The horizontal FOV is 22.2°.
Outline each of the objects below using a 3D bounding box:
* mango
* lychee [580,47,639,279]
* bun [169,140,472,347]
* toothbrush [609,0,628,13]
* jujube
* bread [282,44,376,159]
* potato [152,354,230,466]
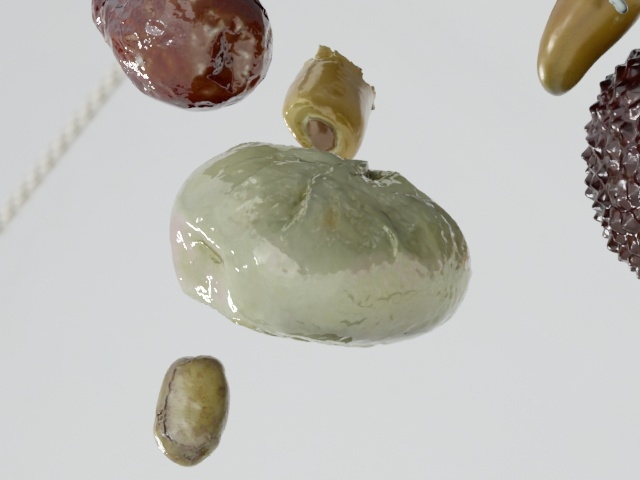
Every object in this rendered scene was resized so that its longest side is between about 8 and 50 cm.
[{"bbox_3d":[0.305,-0.252,1.868,0.085,0.184,0.102,42,-173,30],"label":"mango"},{"bbox_3d":[0.448,-0.089,1.878,0.306,0.330,0.306,16,159,7],"label":"lychee"},{"bbox_3d":[0.000,0.000,1.912,0.361,0.213,0.361,11,-172,-2],"label":"bun"},{"bbox_3d":[0.250,-0.374,1.793,0.304,0.030,0.030,56,-176,8],"label":"toothbrush"},{"bbox_3d":[-0.172,-0.255,1.958,0.255,0.190,0.190,39,-179,38],"label":"jujube"},{"bbox_3d":[0.017,-0.188,2.312,0.134,0.085,0.173,46,-153,-20],"label":"bread"},{"bbox_3d":[-0.185,0.245,2.364,0.107,0.170,0.080,8,158,-10],"label":"potato"}]
